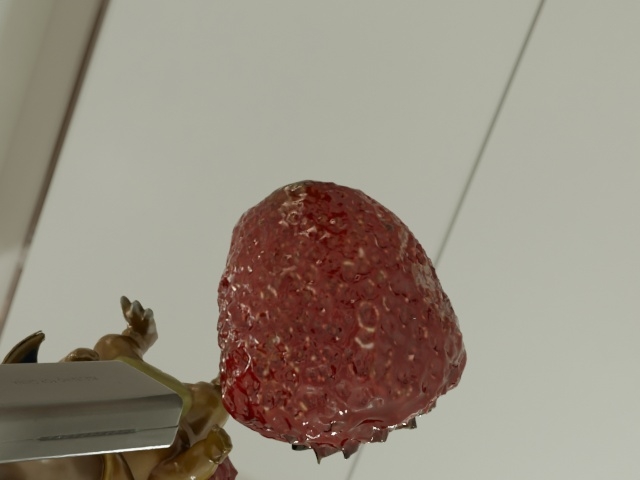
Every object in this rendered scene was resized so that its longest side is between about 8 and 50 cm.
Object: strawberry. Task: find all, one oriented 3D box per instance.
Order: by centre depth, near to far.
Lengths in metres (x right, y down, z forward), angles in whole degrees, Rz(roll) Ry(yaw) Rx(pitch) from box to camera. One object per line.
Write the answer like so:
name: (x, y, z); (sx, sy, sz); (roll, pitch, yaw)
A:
strawberry: (0.005, 0.075, 1.594); (0.257, 0.277, 0.257); (-18, -173, 2)

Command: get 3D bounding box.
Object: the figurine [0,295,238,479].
figurine: (-0.228, 0.285, 1.799); (0.401, 0.268, 0.387); (37, -123, -4)

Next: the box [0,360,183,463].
box: (-0.232, 0.145, 1.370); (0.103, 0.055, 0.243); (26, -166, 35)
